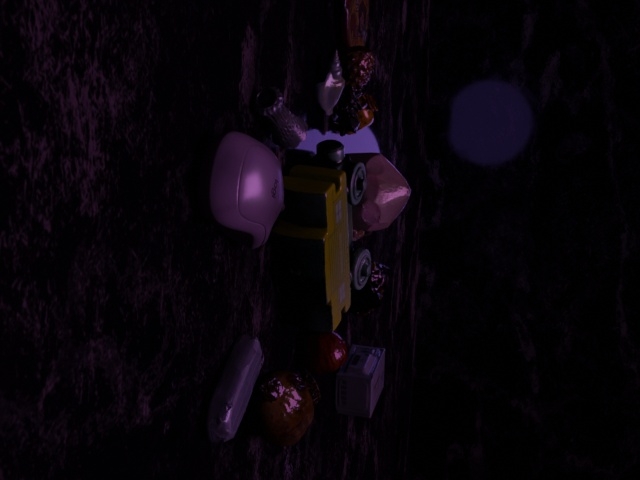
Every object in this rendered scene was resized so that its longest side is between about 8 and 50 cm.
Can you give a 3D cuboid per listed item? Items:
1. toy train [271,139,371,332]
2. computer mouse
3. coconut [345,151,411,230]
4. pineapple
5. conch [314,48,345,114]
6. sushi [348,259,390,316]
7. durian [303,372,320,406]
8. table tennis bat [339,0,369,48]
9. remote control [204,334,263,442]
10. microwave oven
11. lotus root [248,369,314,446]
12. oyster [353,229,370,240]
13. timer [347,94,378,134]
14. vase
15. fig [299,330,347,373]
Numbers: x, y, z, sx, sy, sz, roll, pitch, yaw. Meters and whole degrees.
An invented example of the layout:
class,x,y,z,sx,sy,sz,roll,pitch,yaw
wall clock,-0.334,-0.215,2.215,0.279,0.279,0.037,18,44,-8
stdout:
class,x,y,z,sx,sy,sz,roll,pitch,yaw
toy train,0.000,0.000,1.817,0.272,0.179,0.442,-50,143,-51
computer mouse,-0.122,-0.090,1.425,0.297,0.121,0.184,48,48,-68
coconut,0.123,-0.125,2.080,0.224,0.233,0.224,10,90,-74
pineapple,0.080,-0.393,2.092,0.119,0.111,0.237,-18,122,-41
conch,0.026,-0.386,1.952,0.088,0.065,0.180,-63,162,-57
sushi,0.122,0.140,2.324,0.150,0.153,0.172,-133,-112,-84
durian,-0.034,0.410,2.091,0.066,0.052,0.130,-128,-149,-52
table tennis bat,0.085,-0.662,2.115,0.415,0.051,0.268,78,23,-55
remote control,-0.165,0.284,1.527,0.247,0.052,0.104,-70,160,-50
microwave oven,0.124,0.439,2.487,0.208,0.122,0.162,-50,142,-65
lotus root,-0.087,0.356,1.689,0.260,0.128,0.145,69,40,-56
oyster,0.123,-0.091,2.340,0.214,0.083,0.223,63,39,-37
timer,0.100,-0.362,2.224,0.107,0.109,0.107,54,20,-30
vase,-0.085,-0.251,1.585,0.149,0.081,0.081,51,47,-64
fig,-0.001,0.271,2.011,0.150,0.128,0.128,58,4,19
